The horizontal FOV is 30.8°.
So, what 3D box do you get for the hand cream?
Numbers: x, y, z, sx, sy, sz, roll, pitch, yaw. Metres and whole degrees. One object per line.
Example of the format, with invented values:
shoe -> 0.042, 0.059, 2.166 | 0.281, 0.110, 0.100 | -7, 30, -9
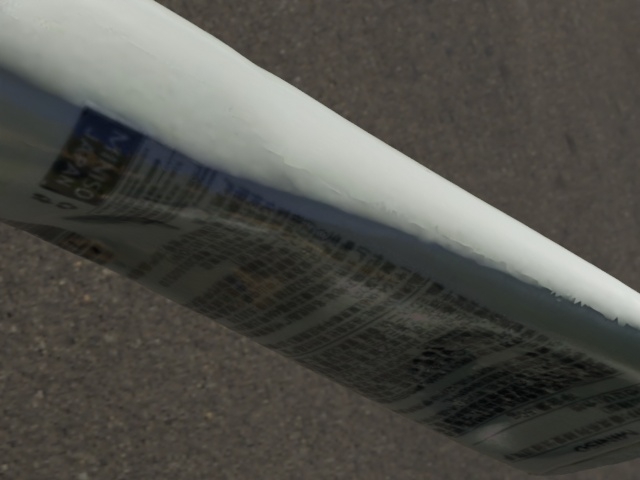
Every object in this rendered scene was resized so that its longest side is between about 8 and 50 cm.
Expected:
hand cream -> 0.000, 0.000, 0.375 | 0.341, 0.124, 0.077 | 28, 53, -24
